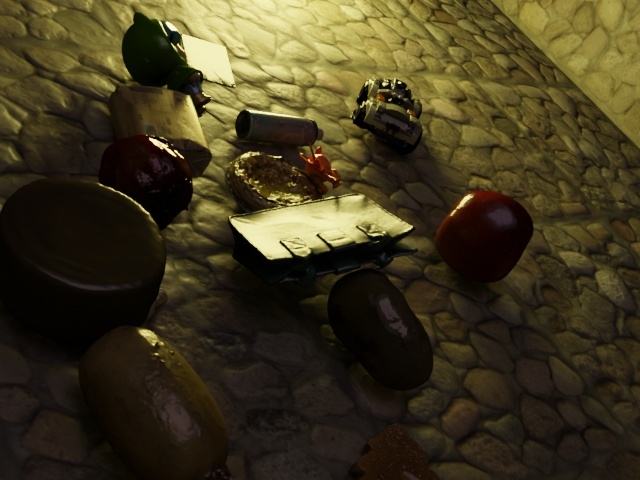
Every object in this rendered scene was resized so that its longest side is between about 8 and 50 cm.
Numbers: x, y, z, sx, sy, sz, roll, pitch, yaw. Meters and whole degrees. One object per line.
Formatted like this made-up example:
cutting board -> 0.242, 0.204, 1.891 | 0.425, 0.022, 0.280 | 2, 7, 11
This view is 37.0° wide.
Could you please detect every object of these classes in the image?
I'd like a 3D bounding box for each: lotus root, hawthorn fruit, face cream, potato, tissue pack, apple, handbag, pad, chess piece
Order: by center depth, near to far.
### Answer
lotus root -> -0.236, 0.272, 1.444 | 0.169, 0.151, 0.343 | -13, 52, -47
chess piece -> -0.306, 0.121, 1.687 | 0.035, 0.035, 0.092 | 33, 38, 0
hawthorn fruit -> -0.356, -0.124, 1.841 | 0.235, 0.181, 0.181 | 38, 32, 31
potato -> 0.118, 0.171, 1.851 | 0.165, 0.165, 0.262 | -17, 59, -49
handbag -> 0.000, 0.000, 1.890 | 0.326, 0.089, 0.238 | -11, 24, -24
tissue pack -> -0.346, -0.238, 2.053 | 0.186, 0.090, 0.222 | 4, 42, -32
apple -> 0.387, -0.010, 2.255 | 0.201, 0.218, 0.218 | 36, 34, 6
face cream -> -0.092, -0.269, 2.312 | 0.229, 0.075, 0.075 | 1, 45, -37
pad -> -0.289, -0.463, 2.460 | 0.127, 0.004, 0.190 | 13, 39, -27

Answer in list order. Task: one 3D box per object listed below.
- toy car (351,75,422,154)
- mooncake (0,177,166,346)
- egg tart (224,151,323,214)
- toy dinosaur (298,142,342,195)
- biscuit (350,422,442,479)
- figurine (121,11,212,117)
toy car -> 0.190, -0.361, 2.628 | 0.193, 0.118, 0.301 | 25, 33, -8
mooncake -> -0.402, 0.038, 1.592 | 0.284, 0.155, 0.284 | 19, 34, -14
egg tart -> -0.104, -0.096, 2.070 | 0.234, 0.094, 0.234 | 19, 36, -15
toy dinosaur -> -0.003, -0.164, 2.157 | 0.117, 0.070, 0.288 | 56, -2, -4
biscuit -> 0.134, 0.420, 1.664 | 0.212, 0.041, 0.239 | 17, 37, -13
figurine -> -0.353, -0.399, 2.196 | 0.143, 0.162, 0.263 | -35, 83, -31
